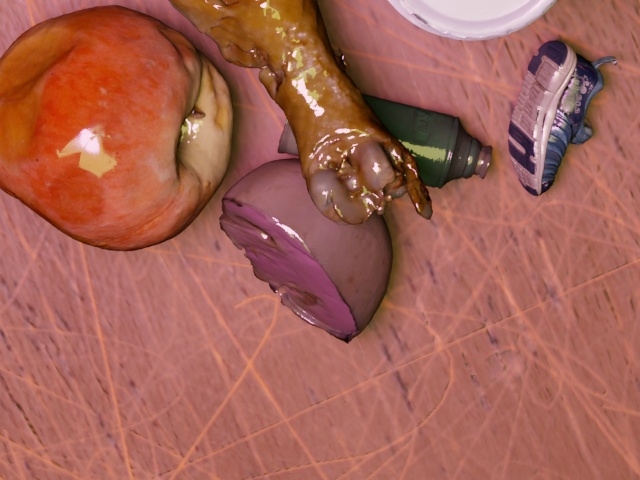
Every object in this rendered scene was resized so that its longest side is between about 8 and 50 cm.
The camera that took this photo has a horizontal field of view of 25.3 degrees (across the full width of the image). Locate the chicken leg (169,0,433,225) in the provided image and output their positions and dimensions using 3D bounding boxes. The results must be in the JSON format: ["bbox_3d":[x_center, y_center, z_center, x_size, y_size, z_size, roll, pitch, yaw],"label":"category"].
[{"bbox_3d":[-0.048,-0.184,1.186,0.153,0.201,0.429,-33,86,33],"label":"chicken leg"}]

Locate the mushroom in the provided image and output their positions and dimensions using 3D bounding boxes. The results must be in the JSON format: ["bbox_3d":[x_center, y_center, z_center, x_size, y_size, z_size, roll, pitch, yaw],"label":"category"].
[{"bbox_3d":[0.000,0.000,1.290,0.117,0.141,0.188,-39,128,-14],"label":"mushroom"}]

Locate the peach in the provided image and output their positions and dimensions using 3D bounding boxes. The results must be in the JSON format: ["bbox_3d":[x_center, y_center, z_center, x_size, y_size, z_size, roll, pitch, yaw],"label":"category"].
[{"bbox_3d":[-0.196,-0.095,1.241,0.235,0.214,0.214,10,110,35],"label":"peach"}]

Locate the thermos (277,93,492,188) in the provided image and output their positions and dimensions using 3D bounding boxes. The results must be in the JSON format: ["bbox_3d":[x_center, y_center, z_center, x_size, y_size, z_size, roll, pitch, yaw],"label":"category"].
[{"bbox_3d":[0.059,-0.087,1.285,0.188,0.073,0.083,14,103,-1],"label":"thermos"}]

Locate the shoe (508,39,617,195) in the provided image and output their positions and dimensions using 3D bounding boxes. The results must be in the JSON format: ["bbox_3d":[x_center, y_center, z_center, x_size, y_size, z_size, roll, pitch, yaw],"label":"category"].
[{"bbox_3d":[0.213,-0.107,1.281,0.071,0.064,0.143,7,113,-18],"label":"shoe"}]

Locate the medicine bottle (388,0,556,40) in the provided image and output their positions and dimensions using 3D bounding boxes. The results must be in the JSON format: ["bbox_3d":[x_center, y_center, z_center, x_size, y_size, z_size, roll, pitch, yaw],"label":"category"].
[{"bbox_3d":[0.116,-0.247,1.109,0.158,0.318,0.158,1,107,4],"label":"medicine bottle"}]
